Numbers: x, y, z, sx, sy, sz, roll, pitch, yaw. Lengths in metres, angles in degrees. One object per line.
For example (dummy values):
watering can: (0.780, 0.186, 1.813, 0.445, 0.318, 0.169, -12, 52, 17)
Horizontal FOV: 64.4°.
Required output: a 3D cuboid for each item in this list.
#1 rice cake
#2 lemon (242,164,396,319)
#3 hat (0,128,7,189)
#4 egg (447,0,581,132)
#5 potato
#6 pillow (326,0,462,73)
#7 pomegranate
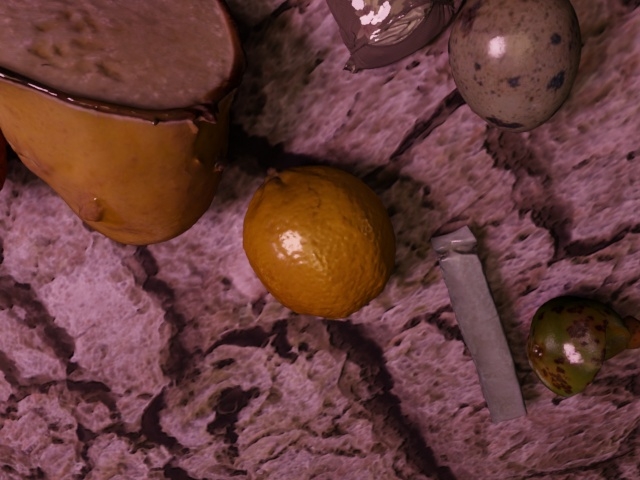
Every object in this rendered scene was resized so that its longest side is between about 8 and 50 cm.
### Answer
rice cake: (0.246, 0.134, 0.774, 0.066, 0.063, 0.337, -19, 111, 10)
lemon: (0.000, 0.000, 0.672, 0.192, 0.192, 0.231, -26, 110, 16)
hat: (-0.476, -0.205, 0.577, 0.285, 0.285, 0.400, 32, 118, -8)
egg: (0.223, -0.208, 0.585, 0.141, 0.141, 0.182, -20, 127, 14)
potato: (-0.281, -0.175, 0.607, 0.397, 0.290, 0.296, 39, 141, 4)
pillow: (0.050, -0.334, 0.592, 0.169, 0.059, 0.255, -25, 110, 19)
pomegranate: (0.373, 0.136, 0.736, 0.169, 0.122, 0.143, -29, 145, -18)
